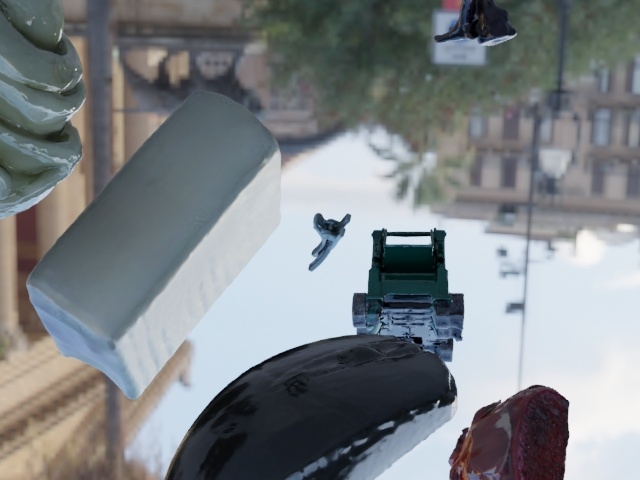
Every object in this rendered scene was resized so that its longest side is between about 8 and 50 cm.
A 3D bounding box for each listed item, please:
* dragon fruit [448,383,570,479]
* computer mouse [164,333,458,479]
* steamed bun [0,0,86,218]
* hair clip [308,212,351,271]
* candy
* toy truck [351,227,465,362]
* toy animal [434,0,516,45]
[{"bbox_3d":[0.246,0.293,1.854,0.163,0.189,0.261,4,-127,15],"label":"dragon fruit"},{"bbox_3d":[-0.016,0.142,1.083,0.270,0.086,0.138,-35,-143,-27],"label":"computer mouse"},{"bbox_3d":[-0.444,-0.186,1.615,0.247,0.339,0.352,-14,177,-36],"label":"steamed bun"},{"bbox_3d":[0.000,-0.001,1.595,0.039,0.030,0.115,26,152,-2],"label":"hair clip"},{"bbox_3d":[-0.196,0.007,1.775,0.145,0.208,0.358,30,-115,20],"label":"candy"},{"bbox_3d":[0.093,0.053,1.462,0.110,0.116,0.216,0,162,5],"label":"toy truck"},{"bbox_3d":[0.139,-0.380,1.659,0.090,0.324,0.195,-17,162,-30],"label":"toy animal"}]
